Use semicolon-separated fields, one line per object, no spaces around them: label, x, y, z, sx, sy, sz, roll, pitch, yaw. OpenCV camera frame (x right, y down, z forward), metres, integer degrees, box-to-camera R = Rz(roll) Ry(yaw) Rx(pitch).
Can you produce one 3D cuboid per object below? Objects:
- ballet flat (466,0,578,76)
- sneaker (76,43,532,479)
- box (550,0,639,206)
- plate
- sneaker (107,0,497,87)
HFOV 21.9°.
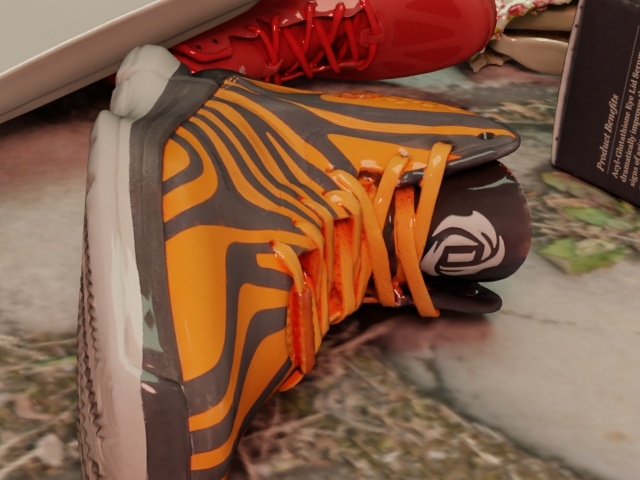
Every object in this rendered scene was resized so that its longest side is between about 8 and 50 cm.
ballet flat;0.187;-0.134;1.032;0.241;0.091;0.077;-2;59;-9
sneaker;0.000;0.000;0.654;0.180;0.124;0.321;4;27;-3
box;0.250;-0.065;0.860;0.153;0.108;0.207;-18;36;-39
plate;-0.151;-0.143;0.901;0.278;0.045;0.277;-27;34;-17
sneaker;-0.016;-0.100;0.915;0.221;0.087;0.128;-1;34;10
